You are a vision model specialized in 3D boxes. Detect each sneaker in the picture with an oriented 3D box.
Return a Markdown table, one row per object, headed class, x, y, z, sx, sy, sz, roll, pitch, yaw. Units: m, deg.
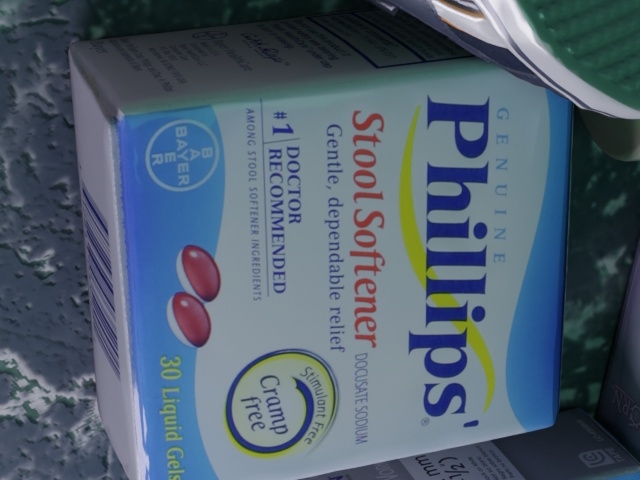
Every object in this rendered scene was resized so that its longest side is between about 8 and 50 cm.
| class | x | y | z | sx | sy | sz | roll | pitch | yaw |
| --- | --- | --- | --- | --- | --- | --- | --- | --- | --- |
| sneaker | 0.078 | -0.181 | 0.881 | 0.321 | 0.127 | 0.126 | 38 | 69 | -25 |

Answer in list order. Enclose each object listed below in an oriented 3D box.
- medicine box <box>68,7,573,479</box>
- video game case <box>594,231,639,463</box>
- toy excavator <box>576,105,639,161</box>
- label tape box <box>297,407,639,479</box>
| class | x | y | z | sx | sy | sz | roll | pitch | yaw |
| --- | --- | --- | --- | --- | --- | --- | --- | --- | --- |
| medicine box | 0.000 | 0.000 | 0.999 | 0.289 | 0.149 | 0.263 | -9 | 114 | -17 |
| video game case | 0.269 | 0.094 | 1.114 | 0.026 | 0.196 | 0.274 | 3 | 110 | -20 |
| toy excavator | 0.246 | -0.293 | 0.911 | 0.222 | 0.433 | 0.445 | -6 | 85 | -19 |
| label tape box | 0.061 | 0.283 | 1.163 | 0.348 | 0.115 | 0.249 | -8 | 113 | -15 |
